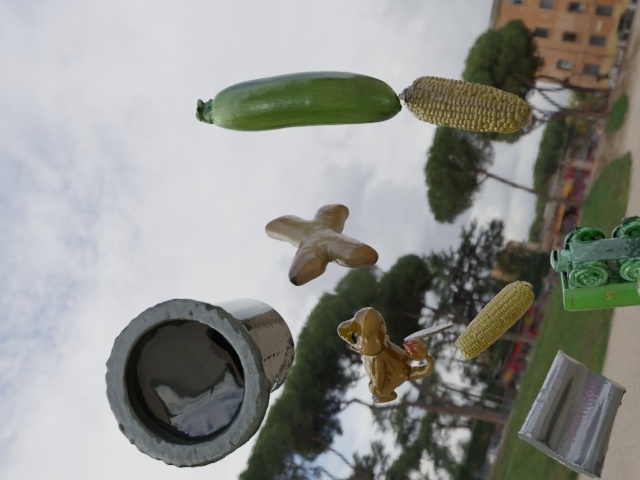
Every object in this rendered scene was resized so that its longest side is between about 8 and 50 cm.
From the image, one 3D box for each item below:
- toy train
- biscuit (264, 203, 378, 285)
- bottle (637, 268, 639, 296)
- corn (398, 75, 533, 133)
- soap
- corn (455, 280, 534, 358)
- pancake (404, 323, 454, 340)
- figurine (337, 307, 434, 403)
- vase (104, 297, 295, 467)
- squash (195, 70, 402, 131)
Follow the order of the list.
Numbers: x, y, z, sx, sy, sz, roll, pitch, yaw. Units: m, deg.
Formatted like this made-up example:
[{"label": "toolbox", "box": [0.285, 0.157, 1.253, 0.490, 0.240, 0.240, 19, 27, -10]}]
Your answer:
[{"label": "toy train", "box": [0.617, 0.059, 1.640, 0.188, 0.243, 0.132, 64, -156, -48]}, {"label": "biscuit", "box": [-0.001, 0.000, 1.377, 0.208, 0.164, 0.047, -120, 20, -57]}, {"label": "bottle", "box": [0.718, 0.086, 1.332, 0.093, 0.330, 0.093, -3, -84, -34]}, {"label": "corn", "box": [0.275, -0.260, 1.486, 0.097, 0.261, 0.097, 14, -90, -68]}, {"label": "soap", "box": [0.451, 0.397, 1.480, 0.302, 0.159, 0.258, -38, -31, -49]}, {"label": "corn", "box": [0.363, 0.163, 1.606, 0.206, 0.067, 0.067, -44, -22, -1]}, {"label": "pancake", "box": [0.239, 0.200, 1.698, 0.115, 0.115, 0.011, -8, -99, -70]}, {"label": "figurine", "box": [0.108, 0.172, 1.217, 0.176, 0.122, 0.121, 57, -148, -35]}, {"label": "vase", "box": [-0.164, 0.197, 1.214, 0.291, 0.245, 0.245, -5, -72, -79]}, {"label": "squash", "box": [-0.043, -0.265, 1.470, 0.107, 0.395, 0.107, -4, -90, -87]}]
